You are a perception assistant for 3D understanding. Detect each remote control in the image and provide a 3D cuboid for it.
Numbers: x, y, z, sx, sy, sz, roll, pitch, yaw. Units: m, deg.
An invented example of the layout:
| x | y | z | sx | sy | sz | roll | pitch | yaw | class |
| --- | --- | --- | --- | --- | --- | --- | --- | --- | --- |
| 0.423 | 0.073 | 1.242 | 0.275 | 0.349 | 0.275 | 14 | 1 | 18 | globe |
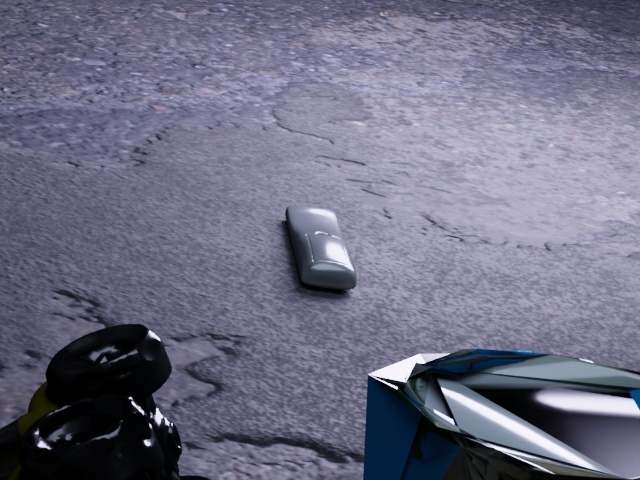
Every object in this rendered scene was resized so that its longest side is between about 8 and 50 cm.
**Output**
| x | y | z | sx | sy | sz | roll | pitch | yaw | class |
| --- | --- | --- | --- | --- | --- | --- | --- | --- | --- |
| 0.000 | 0.000 | 1.743 | 0.050 | 0.027 | 0.184 | 8 | 18 | -9 | remote control |

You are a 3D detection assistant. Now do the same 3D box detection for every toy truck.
| x | y | z | sx | sy | sz | roll | pitch | yaw | class |
| --- | --- | --- | --- | --- | --- | --- | --- | --- | --- |
| -0.149 | 0.154 | 1.083 | 0.165 | 0.147 | 0.224 | -17 | 20 | 6 | toy truck |

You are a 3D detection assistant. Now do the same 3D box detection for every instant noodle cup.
| x | y | z | sx | sy | sz | roll | pitch | yaw | class |
| --- | --- | --- | --- | --- | --- | --- | --- | --- | --- |
| 0.121 | 0.172 | 1.089 | 0.240 | 0.178 | 0.240 | 9 | 18 | -3 | instant noodle cup |
